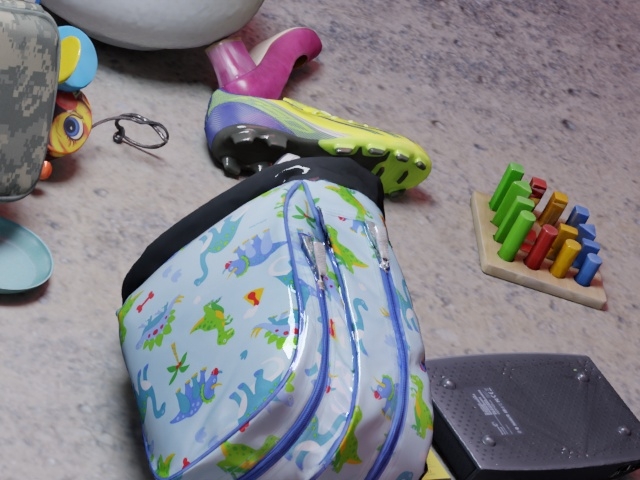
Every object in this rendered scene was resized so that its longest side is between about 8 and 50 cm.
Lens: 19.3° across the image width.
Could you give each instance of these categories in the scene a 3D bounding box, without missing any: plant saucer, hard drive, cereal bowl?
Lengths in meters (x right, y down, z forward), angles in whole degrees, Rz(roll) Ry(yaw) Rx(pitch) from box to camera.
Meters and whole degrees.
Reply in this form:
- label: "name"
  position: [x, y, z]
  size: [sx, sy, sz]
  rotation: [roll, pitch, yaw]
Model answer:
- label: "plant saucer"
  position: [-0.323, 0.017, 1.853]
  size: [0.119, 0.021, 0.119]
  rotation: [19, 31, -12]
- label: "hard drive"
  position: [0.217, 0.190, 1.956]
  size: [0.255, 0.054, 0.172]
  rotation: [0, 40, -36]
- label: "cereal bowl"
  position: [-0.231, -0.331, 2.309]
  size: [0.339, 0.141, 0.339]
  rotation: [15, 28, -8]

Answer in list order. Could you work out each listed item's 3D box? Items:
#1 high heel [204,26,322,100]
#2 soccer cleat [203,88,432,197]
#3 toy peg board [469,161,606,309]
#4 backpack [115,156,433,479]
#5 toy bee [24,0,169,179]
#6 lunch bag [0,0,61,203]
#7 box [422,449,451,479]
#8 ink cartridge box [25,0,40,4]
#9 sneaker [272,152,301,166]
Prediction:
- label: "high heel"
  position: [-0.051, -0.200, 2.349]
  size: [0.117, 0.082, 0.244]
  rotation: [65, 25, 5]
- label: "soccer cleat"
  position: [0.000, -0.124, 2.223]
  size: [0.289, 0.093, 0.121]
  rotation: [8, 44, -24]
- label: "toy peg board"
  position: [0.276, -0.013, 2.279]
  size: [0.161, 0.079, 0.161]
  rotation: [17, 33, -13]
- label: "backpack"
  position: [-0.041, 0.115, 1.678]
  size: [0.273, 0.290, 0.355]
  rotation: [30, 32, -53]
- label: "toy bee"
  position: [-0.295, -0.151, 1.996]
  size: [0.298, 0.195, 0.162]
  rotation: [31, 54, -12]
- label: "lunch bag"
  position: [-0.434, -0.153, 1.812]
  size: [0.256, 0.212, 0.305]
  rotation: [16, 11, 28]
- label: "box"
  position: [0.037, 0.186, 1.803]
  size: [0.058, 0.087, 0.232]
  rotation: [0, 38, -38]
- label: "ink cartridge box"
  position: [-0.388, -0.284, 2.133]
  size: [0.086, 0.148, 0.203]
  rotation: [9, 36, -24]
- label: "sneaker"
  position: [0.000, 0.002, 2.033]
  size: [0.163, 0.086, 0.226]
  rotation: [16, 41, 4]
